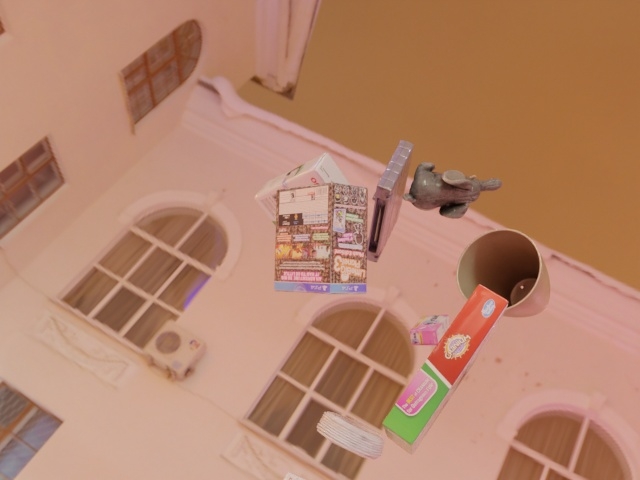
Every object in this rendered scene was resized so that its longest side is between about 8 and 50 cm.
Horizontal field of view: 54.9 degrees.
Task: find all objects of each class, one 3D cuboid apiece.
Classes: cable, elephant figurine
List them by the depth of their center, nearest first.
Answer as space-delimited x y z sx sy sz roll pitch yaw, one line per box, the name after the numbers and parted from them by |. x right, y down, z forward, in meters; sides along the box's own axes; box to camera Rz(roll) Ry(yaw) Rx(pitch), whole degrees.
0.401 -0.151 1.853 0.240 0.185 0.169 10 -20 27 | elephant figurine
0.113 0.714 2.258 0.257 0.089 0.257 26 -8 -2 | cable

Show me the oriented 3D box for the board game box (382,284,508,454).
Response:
0.242 0.261 1.206 0.064 0.316 0.242 33 -15 20 | board game box

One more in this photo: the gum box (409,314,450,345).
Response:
0.433 0.348 2.415 0.107 0.188 0.062 -6 -79 28 | gum box

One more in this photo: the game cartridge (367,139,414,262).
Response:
0.214 -0.121 1.952 0.068 0.230 0.355 17 -38 10 | game cartridge

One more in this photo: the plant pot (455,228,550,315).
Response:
0.590 0.134 1.875 0.257 0.256 0.274 4 -20 41 | plant pot

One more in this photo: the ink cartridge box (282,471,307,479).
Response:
-0.053 0.891 2.033 0.220 0.160 0.092 16 -52 22 | ink cartridge box

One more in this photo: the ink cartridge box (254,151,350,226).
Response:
-0.042 -0.135 2.003 0.278 0.117 0.201 -21 -65 38 | ink cartridge box

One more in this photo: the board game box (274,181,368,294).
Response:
0.000 0.000 1.689 0.141 0.290 0.232 4 -4 -42 | board game box
